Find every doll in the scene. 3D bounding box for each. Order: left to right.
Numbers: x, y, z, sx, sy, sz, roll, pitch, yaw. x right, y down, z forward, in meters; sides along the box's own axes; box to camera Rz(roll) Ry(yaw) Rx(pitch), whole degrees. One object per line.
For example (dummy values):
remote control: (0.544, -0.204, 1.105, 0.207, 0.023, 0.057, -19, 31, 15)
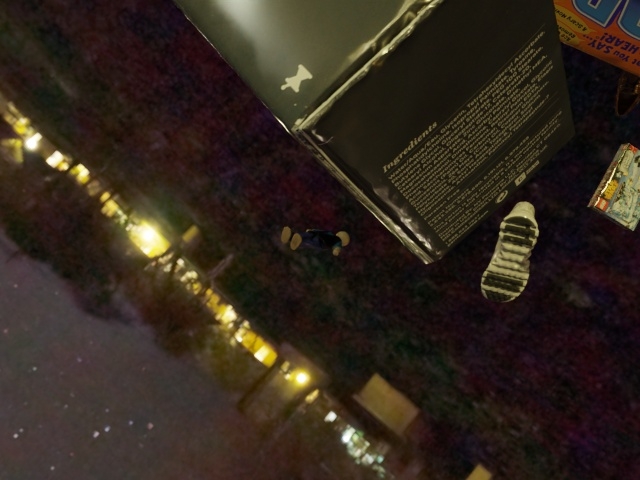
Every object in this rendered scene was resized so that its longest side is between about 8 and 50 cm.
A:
doll: (0.000, 0.000, 1.605, 0.188, 0.046, 0.129, 0, -155, -45)

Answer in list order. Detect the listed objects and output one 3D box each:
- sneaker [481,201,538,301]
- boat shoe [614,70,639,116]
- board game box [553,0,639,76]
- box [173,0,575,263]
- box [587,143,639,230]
sneaker: (0.486, 0.034, 1.687, 0.109, 0.118, 0.292, 17, 127, 10)
boat shoe: (0.700, -0.351, 1.484, 0.064, 0.060, 0.178, 23, 150, 22)
board game box: (0.660, -0.521, 1.132, 0.356, 0.356, 0.356, 33, 155, 21)
box: (0.037, -0.277, 0.854, 0.480, 0.297, 0.471, 51, -171, 28)
box: (0.577, -0.100, 1.248, 0.093, 0.137, 0.027, 30, 179, -8)
